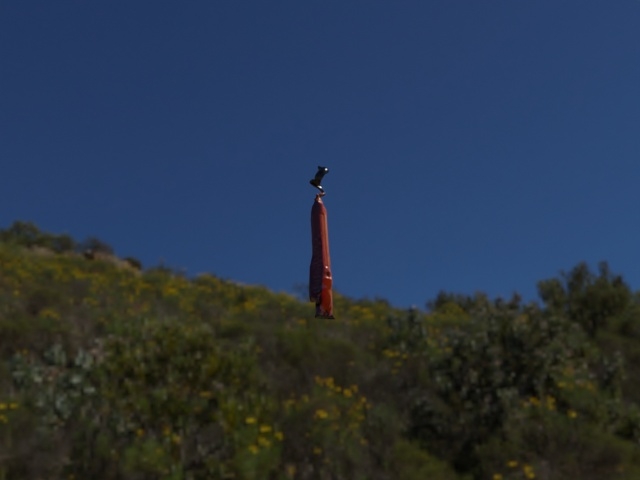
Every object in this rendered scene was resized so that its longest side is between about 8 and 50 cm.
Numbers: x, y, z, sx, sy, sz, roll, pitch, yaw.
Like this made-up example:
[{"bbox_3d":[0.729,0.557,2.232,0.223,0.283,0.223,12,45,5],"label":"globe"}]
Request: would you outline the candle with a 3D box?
[{"bbox_3d":[-0.001,0.000,1.151,0.026,0.167,0.021,-4,-17,8],"label":"candle"}]
